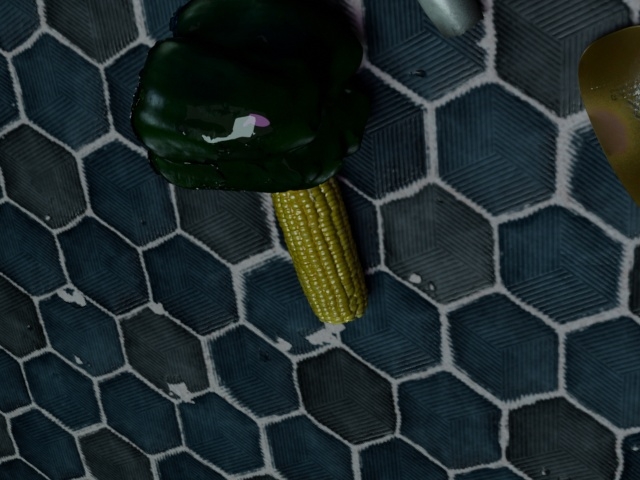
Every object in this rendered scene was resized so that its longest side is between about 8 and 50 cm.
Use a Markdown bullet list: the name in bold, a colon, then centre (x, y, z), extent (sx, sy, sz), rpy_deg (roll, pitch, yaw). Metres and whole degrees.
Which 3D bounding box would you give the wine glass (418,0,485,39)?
- **wine glass**: centre (0.109, -0.318, 1.333), extent (0.066, 0.066, 0.198), rpy_deg (-22, 109, 40)

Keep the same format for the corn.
- **corn**: centre (0.000, 0.000, 1.603), extent (0.093, 0.093, 0.244), rpy_deg (-1, 121, 32)

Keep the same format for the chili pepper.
- **chili pepper**: centre (-0.080, -0.173, 1.443), extent (0.257, 0.248, 0.233), rpy_deg (12, 151, 21)

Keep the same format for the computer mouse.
- **computer mouse**: centre (0.375, -0.121, 1.316), extent (0.126, 0.056, 0.245), rpy_deg (-15, 114, 38)
